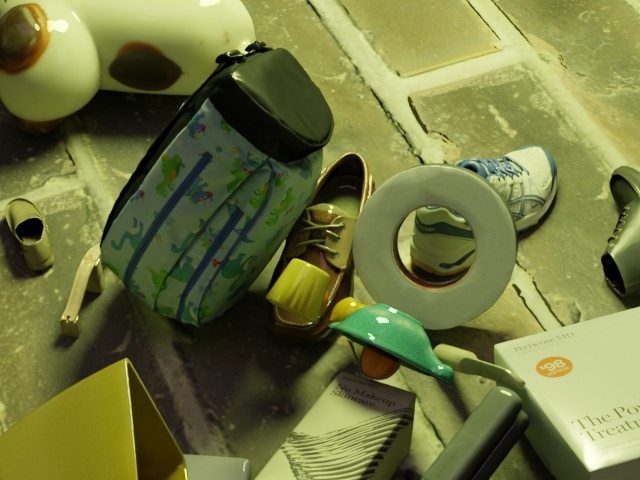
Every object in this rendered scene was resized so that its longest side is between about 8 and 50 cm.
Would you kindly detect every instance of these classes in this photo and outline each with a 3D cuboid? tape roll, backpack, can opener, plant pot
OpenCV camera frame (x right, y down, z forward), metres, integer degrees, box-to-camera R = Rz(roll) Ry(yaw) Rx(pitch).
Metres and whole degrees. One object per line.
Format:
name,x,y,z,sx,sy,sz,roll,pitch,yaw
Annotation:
tape roll,0.155,0.006,1.898,0.219,0.219,0.072,6,6,9
backpack,-0.140,-0.058,1.886,0.355,0.273,0.290,-37,4,17
can opener,0.132,0.286,1.680,0.095,0.076,0.283,23,63,39
plant pot,-0.262,0.297,1.594,0.187,0.212,0.212,-18,44,4

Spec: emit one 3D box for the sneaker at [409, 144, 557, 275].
sneaker,0.246,-0.070,2.032,0.112,0.131,0.296,29,51,30

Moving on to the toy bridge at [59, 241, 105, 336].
toy bridge,-0.319,0.046,1.985,0.026,0.063,0.188,11,47,13

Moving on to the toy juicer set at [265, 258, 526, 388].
toy juicer set,0.078,0.133,1.794,0.329,0.209,0.089,26,84,-4

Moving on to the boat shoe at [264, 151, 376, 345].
boat shoe,0.000,0.000,1.977,0.122,0.120,0.324,9,46,12

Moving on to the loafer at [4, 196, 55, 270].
loafer,-0.424,-0.019,2.065,0.056,0.050,0.148,-21,48,-18

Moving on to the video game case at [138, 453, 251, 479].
video game case,-0.252,0.384,1.660,0.300,0.036,0.329,3,45,6

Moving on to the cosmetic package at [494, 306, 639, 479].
cosmetic package,0.441,0.189,1.740,0.377,0.097,0.284,-14,28,-12

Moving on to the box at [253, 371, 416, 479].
box,0.016,0.269,1.669,0.113,0.094,0.275,14,29,17

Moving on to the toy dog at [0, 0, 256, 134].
toy dog,-0.329,-0.313,2.241,0.408,0.284,0.395,-17,64,-13

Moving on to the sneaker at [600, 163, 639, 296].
sneaker,0.436,-0.020,2.005,0.118,0.083,0.222,-13,47,-10
